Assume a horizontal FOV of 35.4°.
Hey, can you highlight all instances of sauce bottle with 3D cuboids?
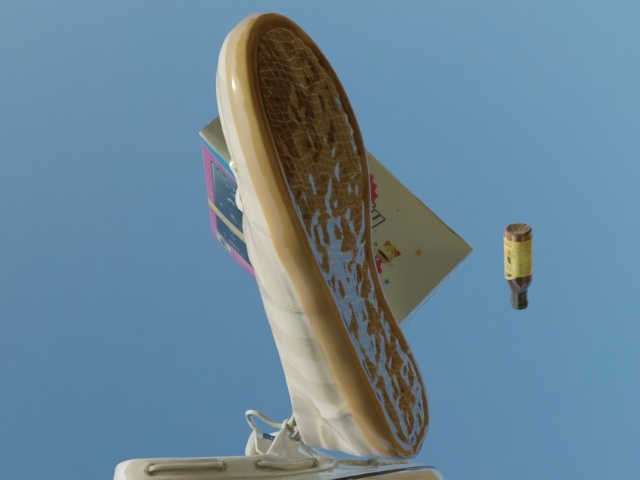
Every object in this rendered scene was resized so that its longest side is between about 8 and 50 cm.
[{"bbox_3d":[0.280,0.039,1.415,0.042,0.042,0.128,-25,-58,-33],"label":"sauce bottle"}]

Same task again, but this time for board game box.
[{"bbox_3d":[0.000,0.000,0.923,0.097,0.303,0.224,-43,-99,-15],"label":"board game box"}]

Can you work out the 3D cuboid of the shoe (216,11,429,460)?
[{"bbox_3d":[-0.009,0.008,0.450,0.076,0.058,0.219,-45,-57,-51],"label":"shoe"}]

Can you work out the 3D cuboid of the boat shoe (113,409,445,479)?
[{"bbox_3d":[-0.044,0.246,1.072,0.367,0.136,0.156,-4,-124,-21],"label":"boat shoe"}]
